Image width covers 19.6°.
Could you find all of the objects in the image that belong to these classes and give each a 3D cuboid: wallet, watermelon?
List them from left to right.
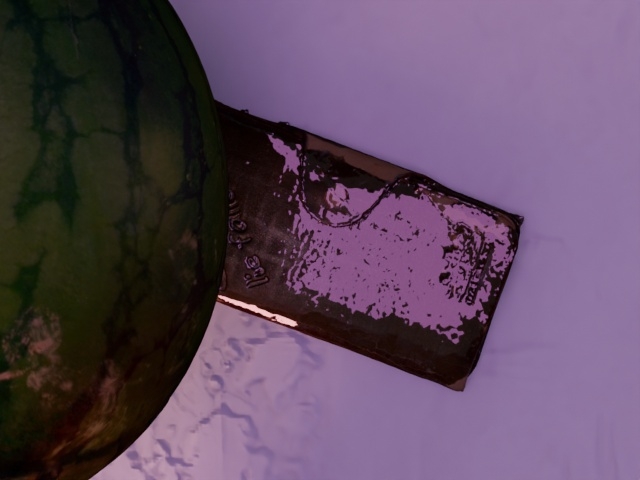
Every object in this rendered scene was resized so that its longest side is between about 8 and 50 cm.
[{"bbox_3d":[-0.219,-0.026,1.024,0.363,0.363,0.363,1,93,9],"label":"watermelon"},{"bbox_3d":[0.000,0.000,1.140,0.232,0.031,0.122,20,100,9],"label":"wallet"}]
